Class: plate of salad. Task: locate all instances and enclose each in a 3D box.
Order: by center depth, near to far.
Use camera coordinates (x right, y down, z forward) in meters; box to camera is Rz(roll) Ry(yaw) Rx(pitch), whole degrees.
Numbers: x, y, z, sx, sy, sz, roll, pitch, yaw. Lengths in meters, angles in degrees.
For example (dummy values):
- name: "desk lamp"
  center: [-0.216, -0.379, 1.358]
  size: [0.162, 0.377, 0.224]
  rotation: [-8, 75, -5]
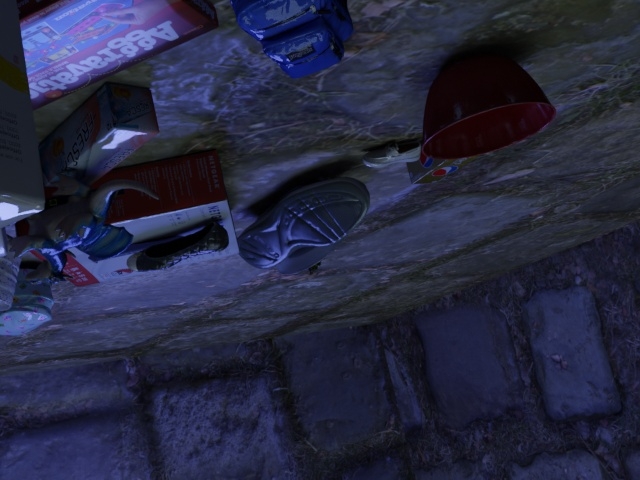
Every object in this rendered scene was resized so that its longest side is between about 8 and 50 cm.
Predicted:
- name: "plate of salad"
  center: [0.000, 0.000, 1.530]
  size: [0.200, 0.048, 0.200]
  rotation: [-33, -156, 16]

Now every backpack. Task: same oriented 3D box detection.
- name: "backpack"
  center: [-0.025, -0.214, 0.737]
  size: [0.098, 0.101, 0.120]
  rotation: [-23, 161, 12]
- name: "backpack"
  center: [-0.590, 0.118, 1.537]
  size: [0.182, 0.115, 0.152]
  rotation: [-23, 161, 28]

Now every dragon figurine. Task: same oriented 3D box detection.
- name: "dragon figurine"
  center: [-0.297, -0.024, 1.023]
  size: [0.289, 0.085, 0.144]
  rotation: [-25, 164, 22]

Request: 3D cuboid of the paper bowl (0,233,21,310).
- name: "paper bowl"
  center: [-0.554, 0.050, 1.058]
  size: [0.284, 0.148, 0.284]
  rotation: [6, 167, 2]

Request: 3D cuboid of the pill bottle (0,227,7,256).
- name: "pill bottle"
  center: [-0.512, -0.029, 0.835]
  size: [0.334, 0.187, 0.188]
  rotation: [-9, 166, -19]

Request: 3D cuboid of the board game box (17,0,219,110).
- name: "board game box"
  center: [-0.255, -0.189, 0.775]
  size: [0.281, 0.027, 0.145]
  rotation: [-18, 167, 21]

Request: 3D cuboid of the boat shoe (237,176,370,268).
- name: "boat shoe"
  center: [-0.031, -0.045, 1.452]
  size: [0.320, 0.118, 0.103]
  rotation: [-30, -157, 44]

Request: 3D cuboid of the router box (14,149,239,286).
- name: "router box"
  center: [-0.293, -0.025, 1.296]
  size: [0.301, 0.082, 0.335]
  rotation: [-12, 167, -5]

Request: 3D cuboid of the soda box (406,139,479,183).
- name: "soda box"
  center: [0.213, -0.151, 1.315]
  size: [0.061, 0.058, 0.181]
  rotation: [-6, 165, -28]

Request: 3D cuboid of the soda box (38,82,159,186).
- name: "soda box"
  center: [-0.271, -0.122, 0.968]
  size: [0.063, 0.058, 0.183]
  rotation: [0, 161, -44]

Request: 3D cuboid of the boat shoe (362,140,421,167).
- name: "boat shoe"
  center: [0.118, -0.145, 1.316]
  size: [0.100, 0.035, 0.035]
  rotation: [-7, 139, -9]

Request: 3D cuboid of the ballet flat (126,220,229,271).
- name: "ballet flat"
  center: [-0.224, 0.008, 1.246]
  size: [0.173, 0.057, 0.049]
  rotation: [-17, 126, 11]

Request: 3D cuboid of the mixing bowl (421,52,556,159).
- name: "mixing bowl"
  center: [0.213, -0.187, 1.078]
  size: [0.182, 0.098, 0.181]
  rotation: [-12, 166, -3]

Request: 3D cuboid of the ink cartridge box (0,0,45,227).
- name: "ink cartridge box"
  center: [-0.327, -0.113, 0.563]
  size: [0.171, 0.232, 0.168]
  rotation: [-20, 165, 26]
